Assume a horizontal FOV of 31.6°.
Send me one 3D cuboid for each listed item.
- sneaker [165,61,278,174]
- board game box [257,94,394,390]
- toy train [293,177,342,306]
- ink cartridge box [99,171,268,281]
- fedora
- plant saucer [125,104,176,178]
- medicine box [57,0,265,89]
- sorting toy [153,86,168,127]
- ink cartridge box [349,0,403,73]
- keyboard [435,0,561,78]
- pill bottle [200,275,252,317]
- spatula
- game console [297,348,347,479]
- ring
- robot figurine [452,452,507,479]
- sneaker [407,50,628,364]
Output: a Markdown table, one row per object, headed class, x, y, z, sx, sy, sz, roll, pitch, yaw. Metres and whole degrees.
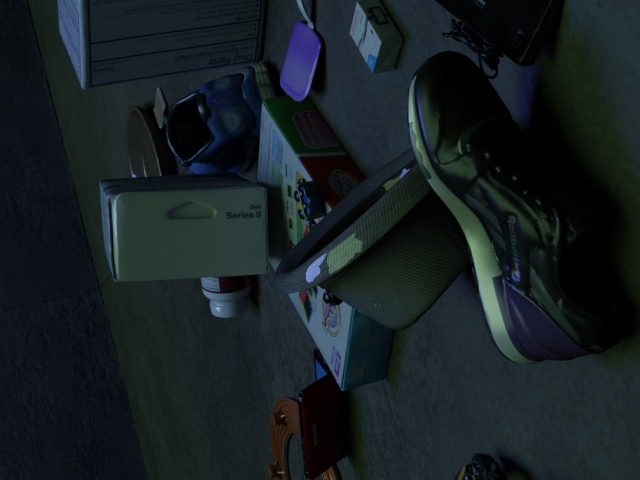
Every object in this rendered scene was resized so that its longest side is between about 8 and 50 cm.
| class | x | y | z | sx | sy | sz | roll | pitch | yaw |
| --- | --- | --- | --- | --- | --- | --- | --- | --- | --- |
| sneaker | -0.171 | -0.173 | 1.701 | 0.330 | 0.147 | 0.130 | 138 | 117 | -68 |
| board game box | 0.003 | -0.002 | 1.464 | 0.242 | 0.064 | 0.316 | 97 | 152 | -43 |
| toy train | 0.000 | 0.000 | 1.339 | 0.036 | 0.027 | 0.158 | -33 | 71 | 65 |
| ink cartridge box | -0.199 | -0.024 | 1.589 | 0.289 | 0.211 | 0.122 | -149 | 57 | -76 |
| fedora | 0.082 | 0.003 | 1.111 | 0.124 | 0.244 | 0.275 | 48 | 155 | -5 |
| plant saucer | -0.346 | -0.144 | 2.331 | 0.278 | 0.041 | 0.278 | 166 | 90 | -70 |
| medicine box | -0.217 | -0.375 | 1.533 | 0.289 | 0.263 | 0.149 | 100 | 151 | -45 |
| sorting toy | -0.308 | -0.249 | 2.206 | 0.062 | 0.012 | 0.083 | 112 | 144 | -49 |
| ink cartridge box | 0.057 | -0.229 | 1.237 | 0.048 | 0.028 | 0.083 | 105 | 147 | -51 |
| keyboard | 0.151 | -0.213 | 1.015 | 0.100 | 0.038 | 0.192 | -65 | 36 | 23 |
| pill bottle | -0.159 | 0.047 | 1.888 | 0.086 | 0.086 | 0.152 | -143 | 43 | -60 |
| spatula | -0.023 | -0.314 | 1.394 | 0.084 | 0.030 | 0.296 | -130 | 34 | -49 |
| game console | -0.012 | 0.249 | 1.632 | 0.085 | 0.124 | 0.144 | 13 | 118 | 38 |
| ring | -0.025 | 0.422 | 1.839 | 0.336 | 0.032 | 0.337 | 168 | 90 | -70 |
| robot figurine | 0.195 | 0.327 | 1.126 | 0.291 | 0.085 | 0.211 | 168 | 90 | -69 |
| sneaker | 0.177 | -0.037 | 0.948 | 0.124 | 0.107 | 0.283 | -17 | 99 | 56 |
